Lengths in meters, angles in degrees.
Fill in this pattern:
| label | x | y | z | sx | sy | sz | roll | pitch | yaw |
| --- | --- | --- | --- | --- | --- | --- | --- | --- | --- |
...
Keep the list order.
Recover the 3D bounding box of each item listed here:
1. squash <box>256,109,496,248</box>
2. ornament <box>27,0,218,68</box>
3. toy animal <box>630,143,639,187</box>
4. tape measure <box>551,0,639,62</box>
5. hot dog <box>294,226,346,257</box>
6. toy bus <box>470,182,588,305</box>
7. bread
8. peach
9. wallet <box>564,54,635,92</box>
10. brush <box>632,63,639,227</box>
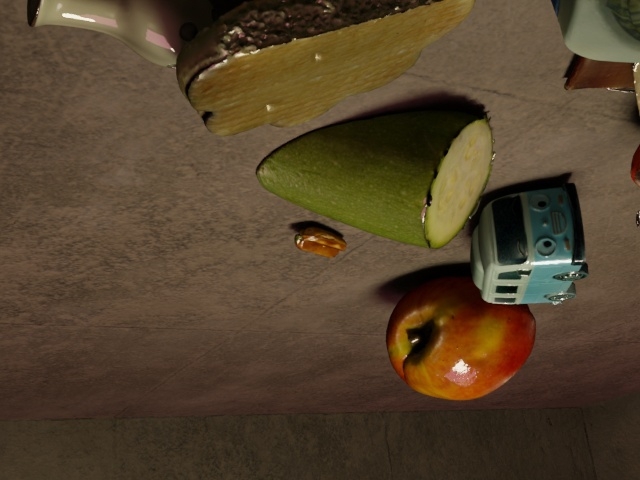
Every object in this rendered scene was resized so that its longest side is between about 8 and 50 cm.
| label | x | y | z | sx | sy | sz | roll | pitch | yaw |
| --- | --- | --- | --- | --- | --- | --- | --- | --- | --- |
| squash | 0.066 | -0.107 | 1.067 | 0.261 | 0.189 | 0.189 | 24 | 175 | 29 |
| ornament | -0.159 | -0.193 | 0.701 | 0.156 | 0.075 | 0.081 | 8 | 118 | -29 |
| toy animal | 0.480 | -0.107 | 1.019 | 0.198 | 0.171 | 0.171 | -25 | 154 | 23 |
| tape measure | 0.310 | -0.245 | 0.614 | 0.259 | 0.138 | 0.262 | -10 | 159 | 5 |
| hot dog | 0.000 | 0.000 | 1.315 | 0.049 | 0.037 | 0.122 | -29 | 157 | 22 |
| toy bus | 0.321 | 0.016 | 1.315 | 0.165 | 0.133 | 0.271 | -5 | 162 | 7 |
| bread | -0.007 | -0.166 | 0.759 | 0.287 | 0.056 | 0.207 | -19 | 170 | -25 |
| peach | 0.268 | 0.186 | 1.597 | 0.281 | 0.238 | 0.281 | -21 | 144 | -16 |
| wallet | 0.317 | -0.209 | 0.867 | 0.095 | 0.026 | 0.176 | -2 | 158 | 4 |
| brush | 0.397 | -0.072 | 0.952 | 0.086 | 0.020 | 0.336 | 0 | 133 | 29 |
